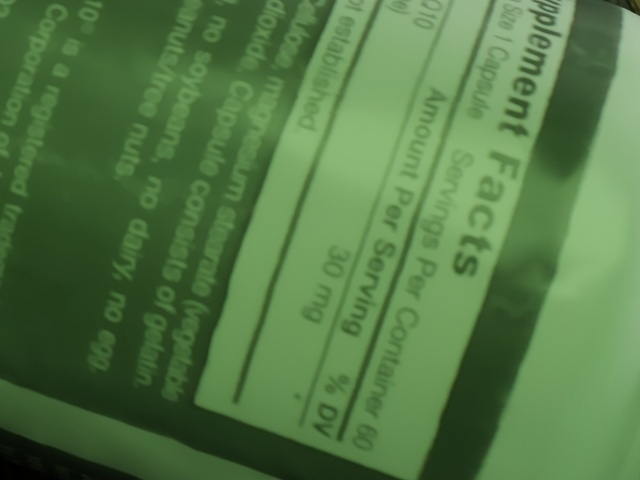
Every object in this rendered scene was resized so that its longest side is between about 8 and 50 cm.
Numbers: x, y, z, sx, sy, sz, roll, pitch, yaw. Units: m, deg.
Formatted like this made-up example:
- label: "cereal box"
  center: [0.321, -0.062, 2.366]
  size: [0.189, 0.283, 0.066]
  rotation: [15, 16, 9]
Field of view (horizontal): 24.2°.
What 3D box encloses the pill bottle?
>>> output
- label: "pill bottle"
  center: [0.000, 0.000, 0.485]
  size: [0.361, 0.204, 0.204]
  rotation: [20, 53, 3]
